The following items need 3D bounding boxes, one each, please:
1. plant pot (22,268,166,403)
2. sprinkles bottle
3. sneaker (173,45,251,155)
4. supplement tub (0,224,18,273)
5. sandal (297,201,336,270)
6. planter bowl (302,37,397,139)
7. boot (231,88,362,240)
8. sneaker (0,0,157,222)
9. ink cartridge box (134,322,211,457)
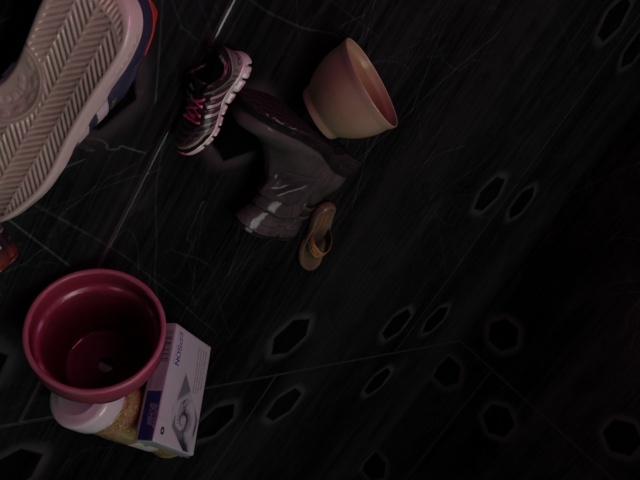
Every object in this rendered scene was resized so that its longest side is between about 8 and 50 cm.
[{"bbox_3d":[-0.347,0.170,1.041,0.201,0.201,0.180,-30,162,-27],"label":"plant pot"},{"bbox_3d":[-0.362,0.331,1.269,0.121,0.121,0.355,-43,151,-7],"label":"sprinkles bottle"},{"bbox_3d":[-0.167,-0.202,0.933,0.170,0.063,0.075,-57,150,7],"label":"sneaker"},{"bbox_3d":[-0.419,-0.037,0.696,0.106,0.106,0.198,-36,113,-18],"label":"supplement tub"},{"bbox_3d":[0.000,0.000,1.405,0.072,0.049,0.180,-19,140,-40],"label":"sandal"},{"bbox_3d":[0.040,-0.234,1.090,0.109,0.162,0.162,-26,157,21],"label":"planter bowl"},{"bbox_3d":[-0.078,-0.103,1.124,0.222,0.118,0.338,-48,147,12],"label":"boot"},{"bbox_3d":[-0.306,-0.156,0.764,0.350,0.131,0.148,-40,-167,20],"label":"sneaker"},{"bbox_3d":[-0.268,0.299,1.294,0.224,0.045,0.223,59,33,-61],"label":"ink cartridge box"}]
